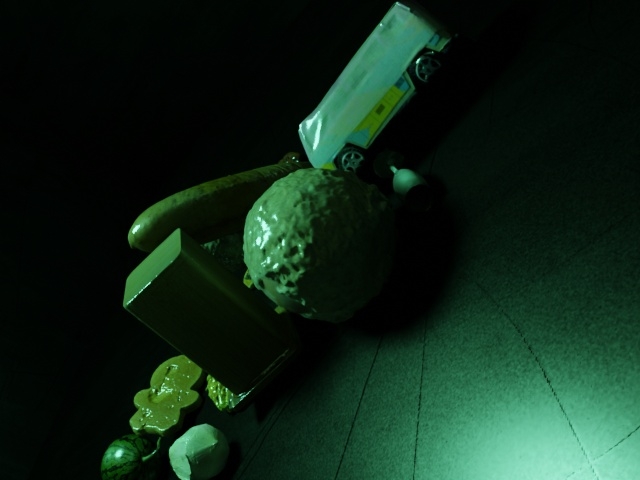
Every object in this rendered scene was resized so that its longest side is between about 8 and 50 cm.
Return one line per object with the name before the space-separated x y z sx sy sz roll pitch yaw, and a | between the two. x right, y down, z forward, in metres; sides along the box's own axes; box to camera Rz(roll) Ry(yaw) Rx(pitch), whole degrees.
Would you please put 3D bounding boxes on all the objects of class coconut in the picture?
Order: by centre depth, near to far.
coconut | -0.234 0.417 1.291 0.124 0.110 0.110 -46 24 40

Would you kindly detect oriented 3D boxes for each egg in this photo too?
egg | 0.000 0.000 1.130 0.279 0.279 0.310 -45 8 32

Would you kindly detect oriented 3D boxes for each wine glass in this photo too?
wine glass | 0.149 -0.111 1.204 0.066 0.066 0.198 -53 22 14

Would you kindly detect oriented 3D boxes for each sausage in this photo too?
sausage | -0.168 -0.081 1.410 0.123 0.500 0.136 60 145 16

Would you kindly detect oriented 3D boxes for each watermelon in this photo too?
watermelon | -0.437 0.524 1.552 0.187 0.140 0.141 -39 29 40

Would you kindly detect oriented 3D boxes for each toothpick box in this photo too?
toothpick box | -0.211 0.145 1.277 0.187 0.308 0.190 -42 25 7

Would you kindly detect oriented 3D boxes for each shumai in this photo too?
shumai | -0.222 -0.010 1.539 0.209 0.161 0.153 89 -164 -69

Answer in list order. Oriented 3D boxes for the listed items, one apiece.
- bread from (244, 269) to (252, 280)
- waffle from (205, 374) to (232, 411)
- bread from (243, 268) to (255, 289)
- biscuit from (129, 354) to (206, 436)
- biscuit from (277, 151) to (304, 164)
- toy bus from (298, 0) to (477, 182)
bread | -0.106 0.024 1.559 0.134 0.085 0.173 -26 38 55
waffle | -0.196 0.292 1.451 0.149 0.051 0.194 -61 22 -5
bread | -0.168 0.080 1.708 0.110 0.024 0.110 -46 25 29
biscuit | -0.367 0.377 1.630 0.184 0.035 0.249 -5 38 18
biscuit | -0.109 -0.169 1.878 0.192 0.049 0.192 -51 23 31
toy bus | 0.113 -0.279 1.295 0.386 0.162 0.171 -50 -14 24
